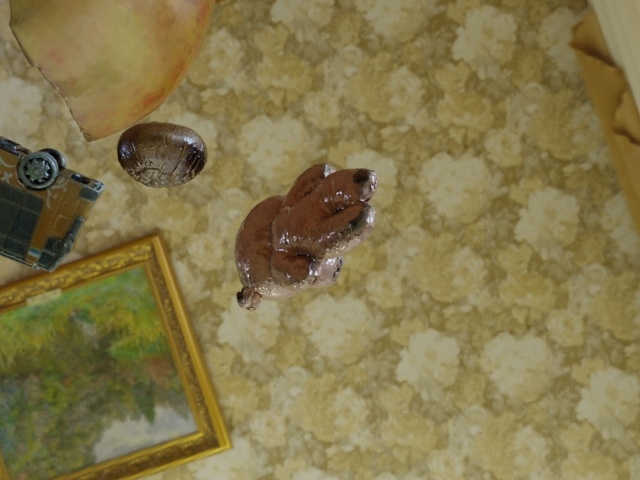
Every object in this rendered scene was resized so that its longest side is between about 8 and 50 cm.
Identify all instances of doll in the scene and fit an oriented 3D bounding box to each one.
[{"bbox_3d":[0.000,0.000,0.979,0.156,0.201,0.303,30,151,-29],"label":"doll"}]

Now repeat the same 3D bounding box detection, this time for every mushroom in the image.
[{"bbox_3d":[-0.206,-0.111,0.893,0.109,0.085,0.126,18,172,23],"label":"mushroom"}]

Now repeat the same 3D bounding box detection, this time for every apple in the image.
[{"bbox_3d":[-0.168,-0.238,0.516,0.163,0.293,0.251,-25,-170,-6],"label":"apple"}]

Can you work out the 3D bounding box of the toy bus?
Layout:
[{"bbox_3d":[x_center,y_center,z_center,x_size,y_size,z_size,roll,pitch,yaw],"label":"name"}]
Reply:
[{"bbox_3d":[-0.468,-0.075,0.992,0.275,0.167,0.138,24,-177,-17],"label":"toy bus"}]
